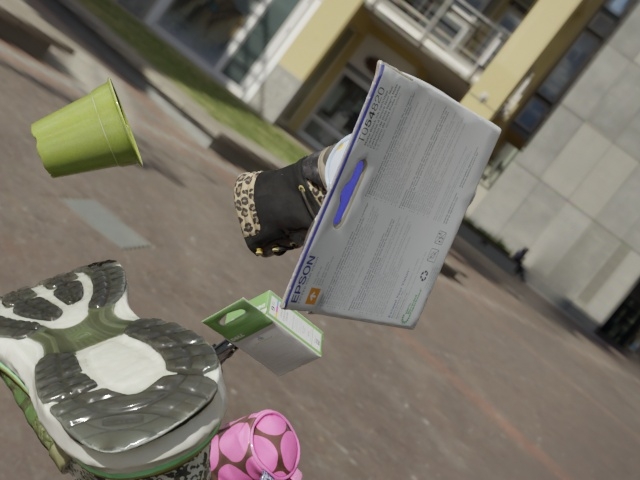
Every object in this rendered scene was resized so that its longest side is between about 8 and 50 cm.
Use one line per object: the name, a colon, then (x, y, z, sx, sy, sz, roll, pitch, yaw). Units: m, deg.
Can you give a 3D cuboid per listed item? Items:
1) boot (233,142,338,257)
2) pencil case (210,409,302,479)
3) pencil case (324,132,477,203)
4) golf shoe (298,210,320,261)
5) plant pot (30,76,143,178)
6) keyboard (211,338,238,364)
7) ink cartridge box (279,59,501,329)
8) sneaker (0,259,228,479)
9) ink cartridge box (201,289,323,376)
boot: (0.000, 0.000, 1.873, 0.284, 0.138, 0.377, -7, -63, 39)
pencil case: (-0.122, 0.286, 1.169, 0.098, 0.209, 0.095, 51, 38, -17)
pencil case: (0.122, -0.092, 1.388, 0.273, 0.124, 0.114, 1, 66, -55)
golf shoe: (0.032, -0.034, 1.199, 0.077, 0.198, 0.094, 45, -38, -3)
plant pot: (-0.207, -0.090, 0.825, 0.083, 0.079, 0.083, 159, -90, -83)
keyboard: (-0.251, 0.265, 1.939, 0.201, 0.317, 0.033, -29, 82, -37)
ink cartridge box: (0.057, -0.034, 0.850, 0.045, 0.223, 0.224, 27, 7, 36)
sneaker: (-0.201, 0.144, 0.821, 0.410, 0.158, 0.182, 28, -49, 58)
ink cartridge box: (-0.102, 0.157, 1.704, 0.209, 0.109, 0.062, 40, 37, -32)
